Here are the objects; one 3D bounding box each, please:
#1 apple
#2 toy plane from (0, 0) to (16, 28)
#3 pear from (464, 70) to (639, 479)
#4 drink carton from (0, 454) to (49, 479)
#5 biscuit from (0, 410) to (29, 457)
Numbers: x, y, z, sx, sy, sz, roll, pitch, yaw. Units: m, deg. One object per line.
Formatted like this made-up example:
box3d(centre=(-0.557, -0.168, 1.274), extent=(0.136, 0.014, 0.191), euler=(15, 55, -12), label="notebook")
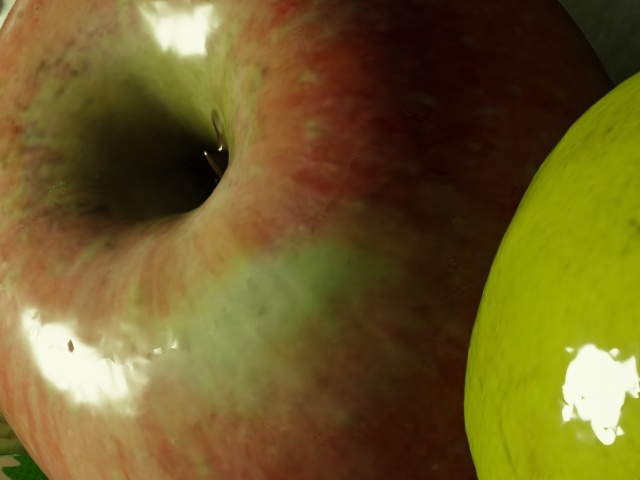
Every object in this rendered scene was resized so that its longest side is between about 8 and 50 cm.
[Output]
box3d(centre=(0.000, 0.000, 0.844), extent=(0.344, 0.269, 0.345), euler=(-13, 66, 31), label="apple")
box3d(centre=(-0.122, -0.107, 1.017), extent=(0.118, 0.252, 0.252), euler=(8, 92, 48), label="toy plane")
box3d(centre=(0.196, 0.035, 0.595), extent=(0.307, 0.253, 0.253), euler=(-34, 59, 25), label="pear")
box3d(centre=(-0.093, 0.188, 0.913), extent=(0.161, 0.271, 0.108), euler=(46, 125, 41), label="drink carton")
box3d(centre=(-0.133, 0.126, 1.025), extent=(0.121, 0.199, 0.040), euler=(-33, 61, 45), label="biscuit")
